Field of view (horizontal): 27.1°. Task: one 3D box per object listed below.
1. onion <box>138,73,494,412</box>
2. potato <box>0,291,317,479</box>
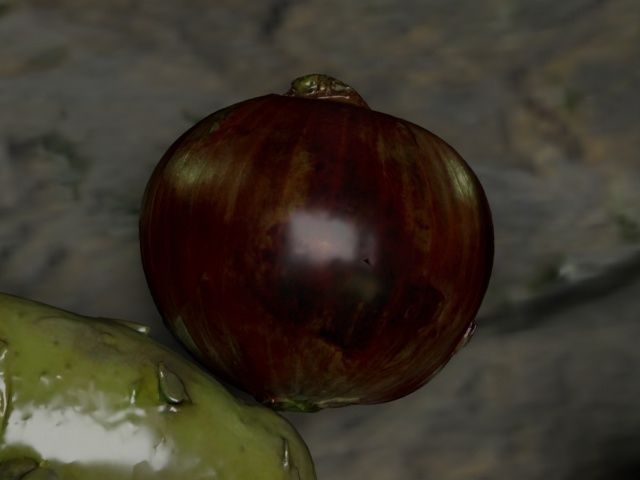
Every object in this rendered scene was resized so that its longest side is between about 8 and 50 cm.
[{"bbox_3d":[0.000,0.000,0.432,0.117,0.118,0.118,-3,84,-5],"label":"onion"},{"bbox_3d":[-0.114,0.068,0.401,0.225,0.090,0.117,4,123,-3],"label":"potato"}]
